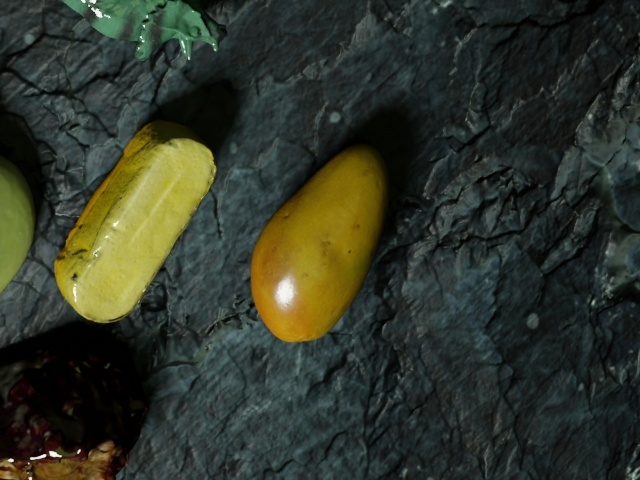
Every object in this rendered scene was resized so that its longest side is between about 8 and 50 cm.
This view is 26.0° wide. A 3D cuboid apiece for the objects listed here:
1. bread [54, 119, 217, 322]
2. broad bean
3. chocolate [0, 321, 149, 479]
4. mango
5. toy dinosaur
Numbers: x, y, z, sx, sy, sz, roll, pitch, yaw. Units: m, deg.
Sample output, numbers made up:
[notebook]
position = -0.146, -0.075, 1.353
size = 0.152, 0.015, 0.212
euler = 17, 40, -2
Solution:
[bread]
position = -0.209, -0.023, 1.578
size = 0.102, 0.094, 0.245
euler = 30, 94, -31
[broad bean]
position = -0.425, 0.013, 1.501
size = 0.263, 0.121, 0.189
euler = -37, 115, -8
[chocolate]
position = -0.296, 0.233, 1.569
size = 0.224, 0.177, 0.206
euler = -20, 109, -11
[mango]
position = 0.000, 0.000, 1.637
size = 0.138, 0.113, 0.253
euler = 25, 93, -22
[toy dinosaur]
position = -0.230, -0.289, 1.510
size = 0.292, 0.079, 0.120
euler = 33, 90, -19
